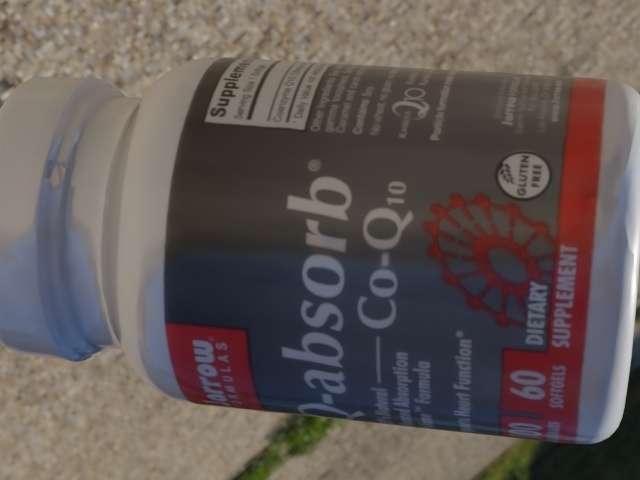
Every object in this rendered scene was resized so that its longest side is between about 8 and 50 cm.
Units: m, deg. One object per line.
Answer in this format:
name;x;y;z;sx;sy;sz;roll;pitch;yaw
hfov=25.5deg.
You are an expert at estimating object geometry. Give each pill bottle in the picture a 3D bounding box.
pill bottle;0.000;0.000;0.837;0.210;0.363;0.210;4;90;-79
